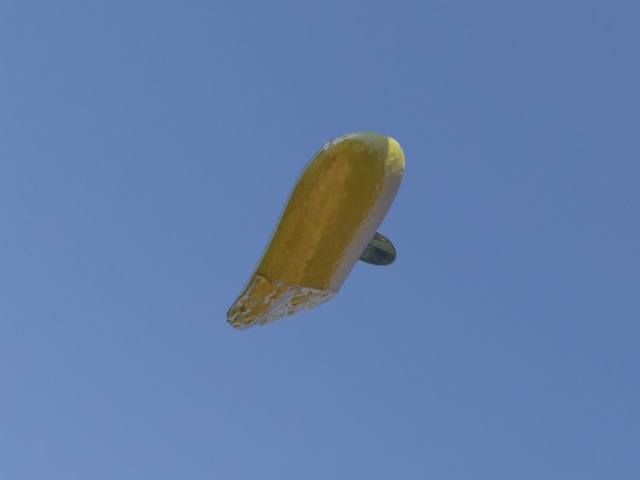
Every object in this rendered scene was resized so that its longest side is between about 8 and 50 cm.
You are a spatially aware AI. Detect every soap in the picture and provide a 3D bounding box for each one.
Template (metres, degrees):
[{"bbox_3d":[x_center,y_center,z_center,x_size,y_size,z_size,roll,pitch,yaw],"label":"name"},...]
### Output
[{"bbox_3d":[0.000,0.000,1.013,0.033,0.089,0.168,46,-63,43],"label":"soap"}]

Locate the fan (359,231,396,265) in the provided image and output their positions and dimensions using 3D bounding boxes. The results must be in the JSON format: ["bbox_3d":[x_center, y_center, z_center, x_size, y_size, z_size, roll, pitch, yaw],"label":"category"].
[{"bbox_3d":[0.040,0.001,1.180,0.060,0.003,0.080,39,-33,-27],"label":"fan"}]
